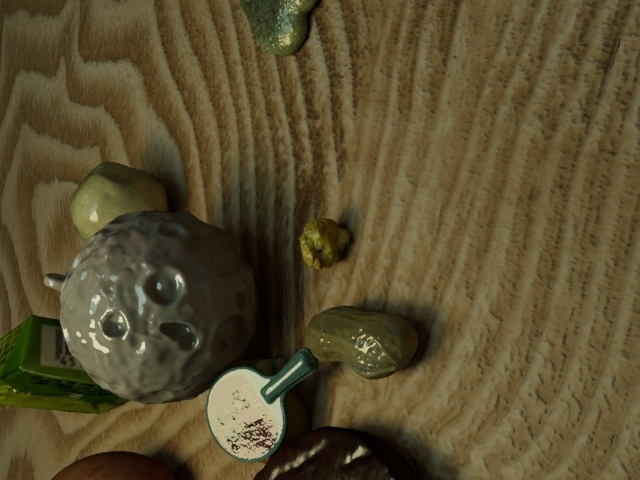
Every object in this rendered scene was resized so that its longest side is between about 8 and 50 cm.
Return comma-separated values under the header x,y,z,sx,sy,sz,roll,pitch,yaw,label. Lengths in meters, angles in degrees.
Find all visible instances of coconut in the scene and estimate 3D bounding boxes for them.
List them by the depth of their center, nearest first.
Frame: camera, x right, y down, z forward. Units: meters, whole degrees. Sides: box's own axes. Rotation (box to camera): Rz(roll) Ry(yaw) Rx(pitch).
x,y,z,sx,sy,sz,roll,pitch,yaw,label
-0.398,-0.053,1.676,0.224,0.224,0.224,-4,85,50,coconut

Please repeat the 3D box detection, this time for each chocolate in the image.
x,y,z,sx,sy,sz,roll,pitch,yaw,label
-0.544,0.274,1.752,0.289,0.301,0.137,-29,53,45,chocolate

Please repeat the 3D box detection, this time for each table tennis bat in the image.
x,y,z,sx,sy,sz,roll,pitch,yaw,label
-0.090,0.252,1.290,0.244,0.040,0.153,-43,74,25,table tennis bat

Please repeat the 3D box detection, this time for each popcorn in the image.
x,y,z,sx,sy,sz,roll,pitch,yaw,label
0.000,0.000,1.275,0.084,0.084,0.084,-4,85,50,popcorn

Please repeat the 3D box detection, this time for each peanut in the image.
x,y,z,sx,sy,sz,roll,pitch,yaw,label
0.056,0.144,1.184,0.214,0.090,0.099,7,122,52,peanut

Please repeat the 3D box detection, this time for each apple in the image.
x,y,z,sx,sy,sz,roll,pitch,yaw,label
-0.417,0.569,1.582,0.345,0.269,0.345,-10,76,45,apple

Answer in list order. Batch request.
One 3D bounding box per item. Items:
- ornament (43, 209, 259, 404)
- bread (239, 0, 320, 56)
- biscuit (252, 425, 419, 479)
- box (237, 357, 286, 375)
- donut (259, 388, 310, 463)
x,y,z,sx,sy,sz,roll,pitch,yaw,label
-0.263,0.116,1.384,0.337,0.337,0.337,-4,85,50,ornament
-0.075,-0.468,1.408,0.207,0.056,0.286,-54,51,36,bread
0.015,0.472,1.157,0.407,0.091,0.407,-24,57,42,biscuit
-0.108,0.244,1.429,0.149,0.020,0.073,-10,81,50,box
-0.091,0.303,1.352,0.152,0.058,0.152,6,99,39,donut
